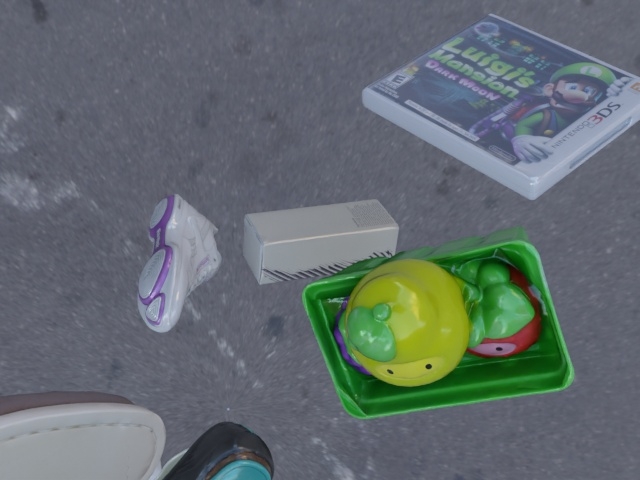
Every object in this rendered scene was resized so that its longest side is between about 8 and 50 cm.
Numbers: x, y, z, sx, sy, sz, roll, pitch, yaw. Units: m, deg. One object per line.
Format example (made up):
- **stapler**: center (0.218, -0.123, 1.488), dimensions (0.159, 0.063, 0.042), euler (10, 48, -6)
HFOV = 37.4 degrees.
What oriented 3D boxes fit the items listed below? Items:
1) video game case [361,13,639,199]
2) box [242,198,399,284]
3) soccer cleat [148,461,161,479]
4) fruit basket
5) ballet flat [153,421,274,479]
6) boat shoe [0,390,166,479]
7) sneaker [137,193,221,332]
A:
- **video game case**: center (0.161, -0.123, 0.809), dimensions (0.173, 0.022, 0.190), euler (-34, 50, -27)
- **box**: center (0.000, 0.000, 1.769), dimensions (0.275, 0.113, 0.094), euler (-7, 125, -20)
- **soccer cleat**: center (-0.327, 0.365, 1.675), dimensions (0.068, 0.196, 0.076), euler (-38, 117, -7)
- **fruit basket**: center (0.155, 0.131, 1.363), dimensions (0.392, 0.392, 0.283), euler (-23, 107, -9)
- **ballet flat**: center (-0.154, 0.278, 0.882), dimensions (0.280, 0.096, 0.095), euler (-43, 122, 1)
- **boat shoe**: center (-0.242, 0.145, 0.543), dimensions (0.324, 0.096, 0.117), euler (-14, 123, -42)
- **sneaker**: center (-0.240, 0.047, 1.703), dimensions (0.152, 0.114, 0.305), euler (33, 37, -28)
